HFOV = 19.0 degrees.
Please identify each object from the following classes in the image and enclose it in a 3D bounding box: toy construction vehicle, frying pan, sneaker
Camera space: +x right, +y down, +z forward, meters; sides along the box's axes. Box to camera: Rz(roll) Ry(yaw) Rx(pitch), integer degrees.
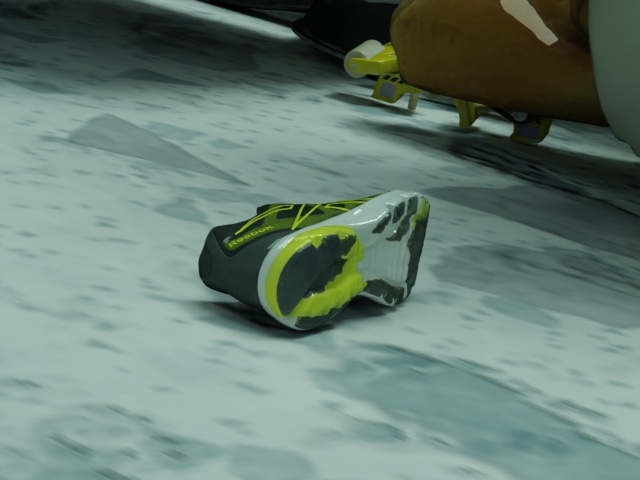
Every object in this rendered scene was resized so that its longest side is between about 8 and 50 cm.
[{"bbox_3d":[0.064,-0.068,0.863,0.098,0.035,0.086,12,23,15],"label":"toy construction vehicle"},{"bbox_3d":[0.055,-0.123,1.063,0.197,0.053,0.326,5,17,-29],"label":"frying pan"},{"bbox_3d":[0.000,0.000,0.490,0.035,0.031,0.083,17,14,26],"label":"sneaker"}]

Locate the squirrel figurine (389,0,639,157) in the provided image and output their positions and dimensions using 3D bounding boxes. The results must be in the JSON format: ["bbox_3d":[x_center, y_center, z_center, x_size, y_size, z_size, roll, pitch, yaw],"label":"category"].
[{"bbox_3d":[0.248,-0.194,0.667,0.397,0.370,0.281,0,21,-15],"label":"squirrel figurine"}]

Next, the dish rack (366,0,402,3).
[{"bbox_3d":[-0.081,-0.175,0.868,0.285,0.072,0.333,6,-6,24],"label":"dish rack"}]
